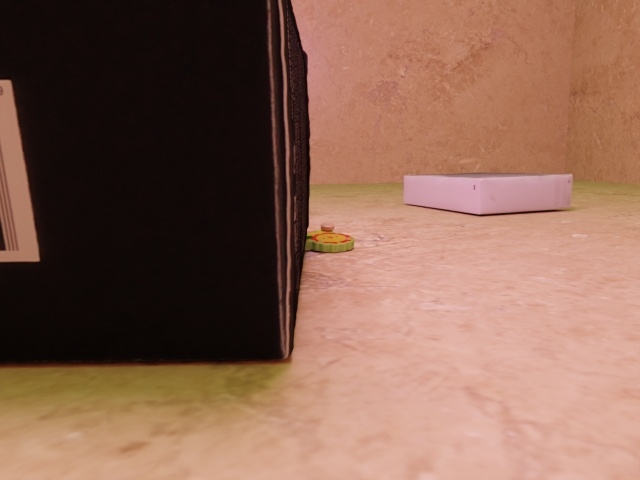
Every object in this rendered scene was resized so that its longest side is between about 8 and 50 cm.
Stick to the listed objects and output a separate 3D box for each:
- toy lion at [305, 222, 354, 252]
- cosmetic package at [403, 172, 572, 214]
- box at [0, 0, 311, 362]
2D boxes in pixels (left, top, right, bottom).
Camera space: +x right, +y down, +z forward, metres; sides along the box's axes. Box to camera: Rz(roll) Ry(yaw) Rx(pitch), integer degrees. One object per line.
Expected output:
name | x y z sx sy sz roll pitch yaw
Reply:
toy lion | 0.000 0.000 0.791 0.100 0.034 0.096 -4 17 -17
cosmetic package | 0.446 -0.140 1.386 0.284 0.097 0.377 -2 9 -19
box | -0.255 -0.099 0.539 0.479 0.297 0.472 -1 14 1
